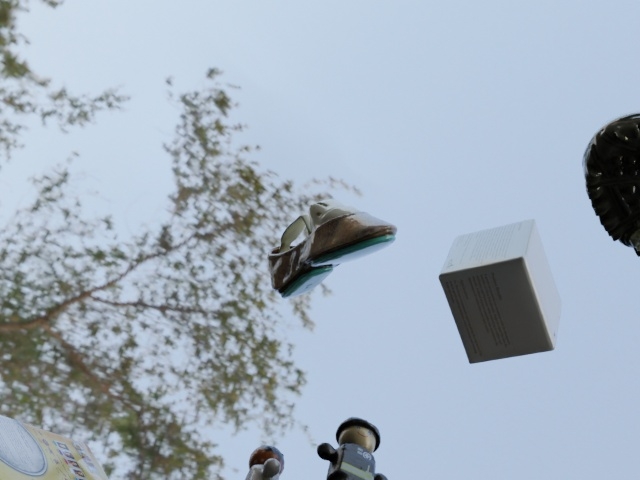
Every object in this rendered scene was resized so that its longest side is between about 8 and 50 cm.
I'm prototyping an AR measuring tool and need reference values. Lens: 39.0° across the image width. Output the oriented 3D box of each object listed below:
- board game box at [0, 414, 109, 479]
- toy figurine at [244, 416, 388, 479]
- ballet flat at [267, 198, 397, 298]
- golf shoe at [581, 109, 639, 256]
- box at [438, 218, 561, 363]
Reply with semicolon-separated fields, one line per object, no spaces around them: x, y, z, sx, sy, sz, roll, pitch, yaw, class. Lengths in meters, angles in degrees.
-0.186;0.236;0.681;0.042;0.165;0.243;-45;-125;0;board game box
0.004;0.352;1.179;0.209;0.213;0.148;-17;-156;17;toy figurine
0.000;0.000;1.385;0.316;0.107;0.106;-32;-110;52;ballet flat
0.272;-0.053;0.659;0.105;0.272;0.120;-50;-135;34;golf shoe
0.178;0.048;0.883;0.087;0.101;0.102;-14;-161;25;box
